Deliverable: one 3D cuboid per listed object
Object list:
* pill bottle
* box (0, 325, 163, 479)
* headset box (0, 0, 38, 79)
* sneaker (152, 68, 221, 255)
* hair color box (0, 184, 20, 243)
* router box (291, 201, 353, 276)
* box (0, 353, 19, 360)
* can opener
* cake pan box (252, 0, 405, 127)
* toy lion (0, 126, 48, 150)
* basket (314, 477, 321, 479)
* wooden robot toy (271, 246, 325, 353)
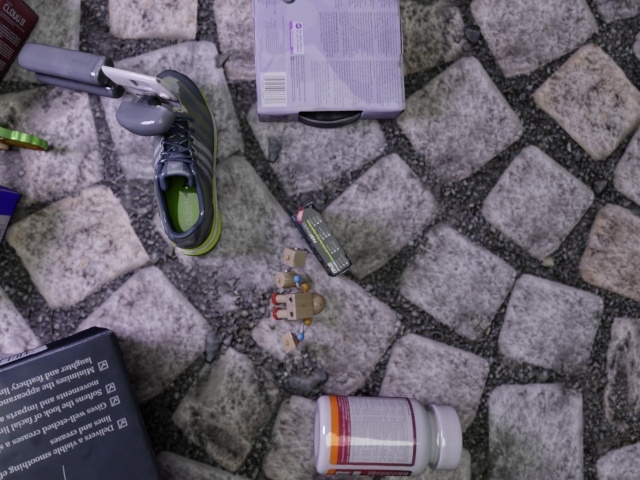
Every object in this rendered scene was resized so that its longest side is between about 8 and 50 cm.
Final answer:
[{"bbox_3d":[0.104,0.313,0.894,0.221,0.121,0.121,3,88,-5],"label":"pill bottle"},{"bbox_3d":[-0.380,0.352,0.757,0.293,0.212,0.395,-18,91,-29],"label":"box"},{"bbox_3d":[-0.607,-0.322,0.854,0.218,0.110,0.293,30,86,-3],"label":"headset box"},{"bbox_3d":[-0.214,-0.126,0.877,0.111,0.121,0.300,-10,89,-6],"label":"sneaker"},{"bbox_3d":[-0.671,-0.054,0.845,0.339,0.110,0.185,20,88,-2],"label":"hair color box"},{"bbox_3d":[0.000,0.000,0.908,0.038,0.092,0.122,-33,91,-5],"label":"router box"},{"bbox_3d":[-0.640,0.207,0.861,0.324,0.067,0.063,2,88,-6],"label":"box"},{"bbox_3d":[-0.340,-0.228,0.844,0.283,0.076,0.095,15,78,18],"label":"can opener"},{"bbox_3d":[0.012,-0.326,0.931,0.246,0.070,0.267,-4,89,-3],"label":"cake pan box"},{"bbox_3d":[-0.485,-0.161,0.870,0.096,0.100,0.034,8,86,14],"label":"toy lion"},{"bbox_3d":[0.079,0.505,0.876,0.227,0.154,0.204,16,84,-8],"label":"basket"},{"bbox_3d":[-0.030,0.098,0.929,0.079,0.076,0.173,-2,88,-40],"label":"wooden robot toy"}]
